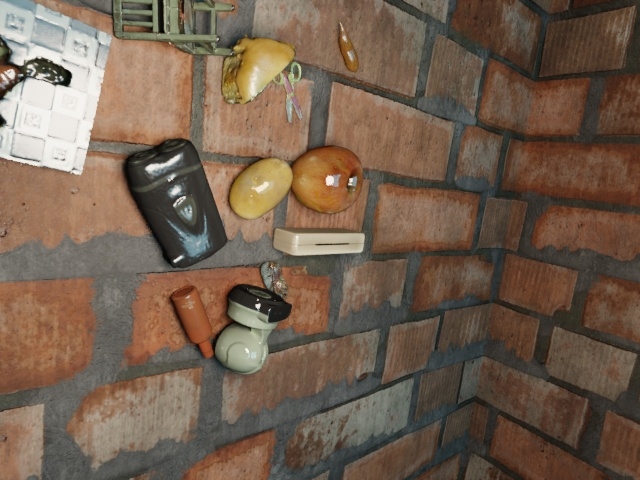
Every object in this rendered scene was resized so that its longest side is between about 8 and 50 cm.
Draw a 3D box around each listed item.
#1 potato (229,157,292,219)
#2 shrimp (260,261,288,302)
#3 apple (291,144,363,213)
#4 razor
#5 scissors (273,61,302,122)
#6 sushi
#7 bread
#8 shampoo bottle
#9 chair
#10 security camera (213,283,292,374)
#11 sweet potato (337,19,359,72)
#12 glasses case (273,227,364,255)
[{"bbox_3d":[-0.189,-0.170,1.338,0.150,0.146,0.234,44,70,-4],"label":"potato"},{"bbox_3d":[-0.149,0.167,1.494,0.090,0.079,0.233,-74,150,-53],"label":"shrimp"},{"bbox_3d":[0.018,-0.215,1.447,0.253,0.253,0.253,-12,109,-37],"label":"apple"},{"bbox_3d":[-0.399,-0.101,1.186,0.204,0.113,0.349,-30,121,-29],"label":"razor"},{"bbox_3d":[-0.099,-0.492,1.396,0.133,0.020,0.187,-27,116,-37],"label":"scissors"},{"bbox_3d":[-0.688,-0.353,0.914,0.359,0.064,0.343,9,99,-42],"label":"sushi"},{"bbox_3d":[-0.199,-0.522,1.214,0.251,0.174,0.133,-49,124,-14],"label":"bread"},{"bbox_3d":[-0.388,0.262,1.308,0.085,0.085,0.244,-28,118,-32],"label":"shampoo bottle"},{"bbox_3d":[-0.373,-0.572,1.093,0.270,0.147,0.136,3,100,4],"label":"chair"},{"bbox_3d":[-0.239,0.299,1.376,0.197,0.191,0.277,10,98,-69],"label":"security camera"},{"bbox_3d":[0.093,-0.684,1.482,0.056,0.056,0.195,-49,136,-19],"label":"sweet potato"},{"bbox_3d":[0.000,0.000,1.528,0.336,0.144,0.076,-1,101,-39],"label":"glasses case"}]
